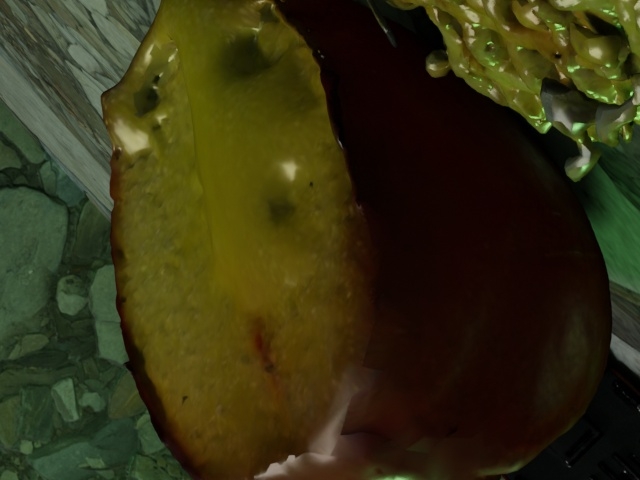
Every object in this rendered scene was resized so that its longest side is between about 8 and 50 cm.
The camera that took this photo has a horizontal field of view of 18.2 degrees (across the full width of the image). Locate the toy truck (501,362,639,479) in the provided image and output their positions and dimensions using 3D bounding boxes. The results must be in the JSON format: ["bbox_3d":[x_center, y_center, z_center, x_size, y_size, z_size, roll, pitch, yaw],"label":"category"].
[{"bbox_3d":[0.202,0.165,1.306,0.252,0.107,0.114,45,179,31],"label":"toy truck"}]

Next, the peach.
[{"bbox_3d":[0.000,0.000,1.101,0.338,0.281,0.281,48,171,1],"label":"peach"}]

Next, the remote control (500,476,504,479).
[{"bbox_3d":[0.177,0.273,1.999,0.103,0.055,0.277,45,170,22],"label":"remote control"}]

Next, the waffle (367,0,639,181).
[{"bbox_3d":[0.056,-0.152,0.847,0.262,0.060,0.280,50,170,9],"label":"waffle"}]
